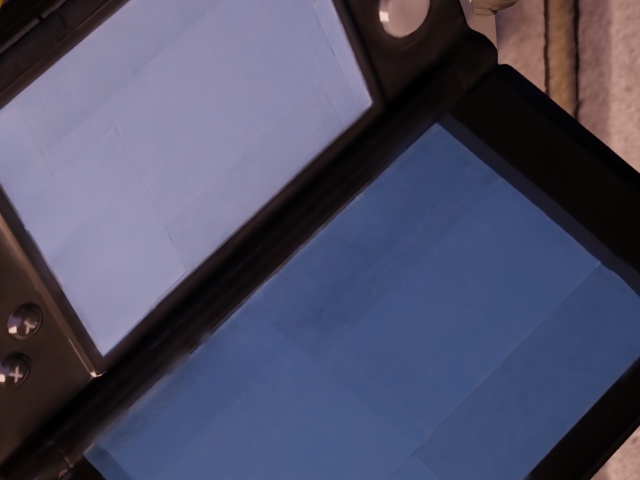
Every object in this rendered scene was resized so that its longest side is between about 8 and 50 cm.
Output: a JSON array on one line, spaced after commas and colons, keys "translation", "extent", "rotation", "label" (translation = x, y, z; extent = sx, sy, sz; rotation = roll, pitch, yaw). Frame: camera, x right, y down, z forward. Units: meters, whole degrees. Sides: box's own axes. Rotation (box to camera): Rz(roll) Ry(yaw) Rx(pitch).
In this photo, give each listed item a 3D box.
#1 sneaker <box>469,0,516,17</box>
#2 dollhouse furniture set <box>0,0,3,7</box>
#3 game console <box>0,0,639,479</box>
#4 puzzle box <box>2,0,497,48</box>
[{"translation": [0.092, -0.192, 0.753], "extent": [0.100, 0.272, 0.108], "rotation": [-23, 124, 41], "label": "sneaker"}, {"translation": [-0.206, -0.098, 0.553], "extent": [0.286, 0.303, 0.198], "rotation": [-11, 128, 2], "label": "dollhouse furniture set"}, {"translation": [0.000, 0.000, 0.746], "extent": [0.293, 0.173, 0.250], "rotation": [-44, 135, -21], "label": "game console"}, {"translation": [-0.065, -0.173, 0.788], "extent": [0.272, 0.052, 0.409], "rotation": [-19, 130, -13], "label": "puzzle box"}]
